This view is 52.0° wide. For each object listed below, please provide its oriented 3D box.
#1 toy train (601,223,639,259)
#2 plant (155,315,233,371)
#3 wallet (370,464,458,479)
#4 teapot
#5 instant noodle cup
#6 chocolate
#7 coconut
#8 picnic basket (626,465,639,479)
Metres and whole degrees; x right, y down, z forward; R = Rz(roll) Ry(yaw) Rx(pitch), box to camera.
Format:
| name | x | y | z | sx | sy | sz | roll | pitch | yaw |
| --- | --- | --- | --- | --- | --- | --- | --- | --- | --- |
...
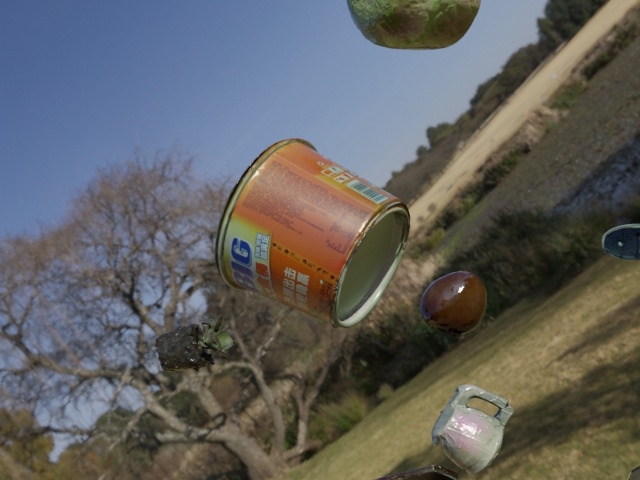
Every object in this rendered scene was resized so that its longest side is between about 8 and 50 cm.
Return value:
| name | x | y | z | sx | sy | sz | roll | pitch | yaw |
| --- | --- | --- | --- | --- | --- | --- | --- | --- | --- |
| toy train | 0.813 | 0.001 | 1.395 | 0.088 | 0.086 | 0.407 | -3 | 2 | -41 |
| plant | -0.350 | 0.293 | 1.833 | 0.203 | 0.142 | 0.131 | -11 | -15 | 8 |
| wallet | 0.208 | 0.580 | 1.567 | 0.232 | 0.122 | 0.031 | -29 | 43 | 30 |
| teapot | 0.417 | 0.522 | 1.830 | 0.221 | 0.178 | 0.163 | -56 | -1 | 21 |
| instant noodle cup | 0.000 | 0.000 | 1.084 | 0.296 | 0.214 | 0.296 | -44 | -31 | -35 |
| chocolate | 0.340 | 0.153 | 1.665 | 0.177 | 0.177 | 0.177 | -45 | -7 | -7 |
| coconut | 0.171 | -0.435 | 1.149 | 0.236 | 0.204 | 0.236 | -32 | -29 | -21 |
| picnic basket | 0.815 | 0.617 | 1.622 | 0.115 | 0.079 | 0.164 | -49 | -19 | -28 |
